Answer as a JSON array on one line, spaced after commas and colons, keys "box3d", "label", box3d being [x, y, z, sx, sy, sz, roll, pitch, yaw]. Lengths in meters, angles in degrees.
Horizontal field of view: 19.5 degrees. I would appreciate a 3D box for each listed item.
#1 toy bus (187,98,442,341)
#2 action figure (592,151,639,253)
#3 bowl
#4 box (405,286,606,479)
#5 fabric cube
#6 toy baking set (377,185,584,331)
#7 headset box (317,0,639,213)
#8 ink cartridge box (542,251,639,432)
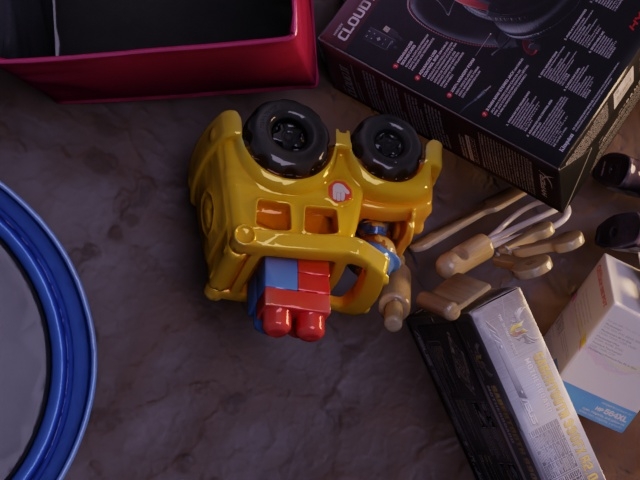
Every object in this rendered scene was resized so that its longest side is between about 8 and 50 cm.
[{"box3d": [0.000, 0.000, 1.658, 0.220, 0.149, 0.211, 5, 58, -18], "label": "toy bus"}, {"box3d": [0.413, -0.012, 1.849, 0.285, 0.099, 0.185, 14, 75, -19], "label": "action figure"}, {"box3d": [-0.392, 0.107, 1.607, 0.391, 0.077, 0.391, 1, 86, -17], "label": "bowl"}, {"box3d": [0.174, 0.159, 1.715, 0.056, 0.183, 0.231, -25, 92, -17], "label": "box"}, {"box3d": [-0.139, -0.263, 1.581, 0.254, 0.258, 0.259, -4, 87, 5], "label": "fabric cube"}, {"box3d": [0.145, 0.017, 1.718, 0.197, 0.256, 0.030, -19, 108, 6], "label": "toy baking set"}, {"box3d": [0.156, -0.196, 1.727, 0.293, 0.110, 0.218, 30, 75, 19], "label": "headset box"}, {"box3d": [0.283, 0.091, 1.764, 0.090, 0.092, 0.143, 25, 119, -13], "label": "ink cartridge box"}]
